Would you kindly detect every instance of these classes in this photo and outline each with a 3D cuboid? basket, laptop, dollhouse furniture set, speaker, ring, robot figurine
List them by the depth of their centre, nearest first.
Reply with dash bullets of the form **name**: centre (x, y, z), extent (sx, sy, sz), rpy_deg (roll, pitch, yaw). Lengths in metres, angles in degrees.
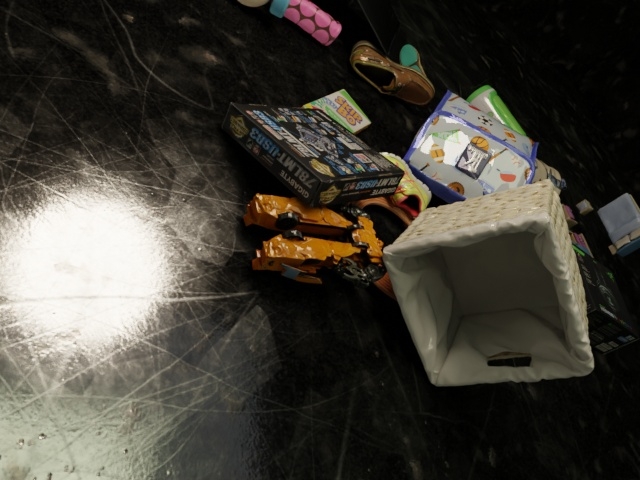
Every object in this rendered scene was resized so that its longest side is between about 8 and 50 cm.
- **robot figurine**: centre (0.000, 0.000, 1.135), extent (0.291, 0.085, 0.211), rpy_deg (9, 53, -34)
- **basket**: centre (0.356, 0.088, 1.186), extent (0.266, 0.328, 0.331), rpy_deg (-41, 113, -56)
- **ring**: centre (0.166, 0.010, 1.364), extent (0.336, 0.032, 0.337), rpy_deg (28, 41, -28)
- **laptop**: centre (0.051, -0.789, 1.863), extent (0.407, 0.236, 0.382), rpy_deg (9, 35, 8)
- **dollhouse furniture set**: centre (0.990, -0.090, 2.073), extent (0.198, 0.303, 0.286), rpy_deg (21, 45, -34)
- **speaker**: centre (0.680, -0.442, 2.205), extent (0.131, 0.131, 0.297), rpy_deg (-16, 71, -51)

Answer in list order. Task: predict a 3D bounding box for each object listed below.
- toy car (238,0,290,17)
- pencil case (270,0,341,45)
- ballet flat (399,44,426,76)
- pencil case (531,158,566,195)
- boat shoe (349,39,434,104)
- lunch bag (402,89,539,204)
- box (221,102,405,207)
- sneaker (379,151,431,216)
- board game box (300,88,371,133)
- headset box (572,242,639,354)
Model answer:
- **toy car**: centre (-0.159, -0.746, 1.575), extent (0.219, 0.210, 0.238), rpy_deg (25, 21, -12)
- **pencil case**: centre (-0.041, -0.659, 1.682), extent (0.209, 0.095, 0.098), rpy_deg (31, 13, -27)
- **ballet flat**: centre (0.329, -0.604, 2.046), extent (0.067, 0.073, 0.206), rpy_deg (48, 29, -53)
- **pencil case**: centre (0.663, -0.237, 1.982), extent (0.410, 0.160, 0.183), rpy_deg (21, 31, -33)
- **boat shoe**: centre (0.221, -0.495, 1.804), extent (0.307, 0.111, 0.104), rpy_deg (24, 47, -16)
- **lunch bag**: centre (0.407, -0.214, 1.597), extent (0.327, 0.239, 0.385), rpy_deg (32, 40, 5)
- **box**: centre (-0.011, -0.191, 1.243), extent (0.295, 0.073, 0.293), rpy_deg (42, 33, 26)
- **sneaker**: centre (0.192, -0.135, 1.427), extent (0.208, 0.081, 0.094), rpy_deg (35, 45, -15)
- **board game box**: centre (0.047, -0.327, 1.530), extent (0.124, 0.039, 0.259), rpy_deg (51, 34, -1)
- **headset box**: centre (0.845, 0.177, 1.837), extent (0.246, 0.131, 0.283), rpy_deg (29, 41, -26)
